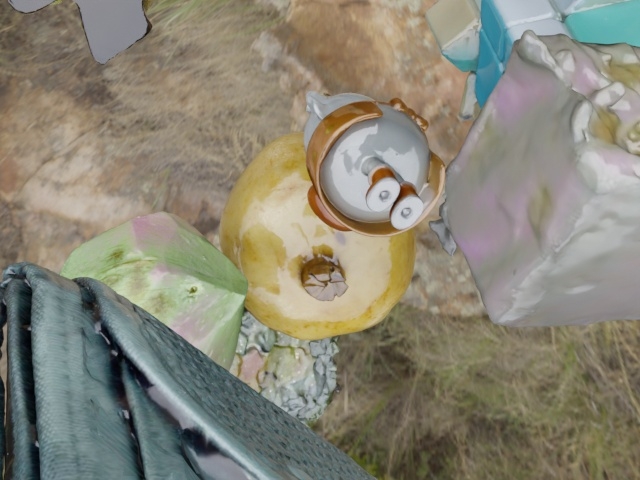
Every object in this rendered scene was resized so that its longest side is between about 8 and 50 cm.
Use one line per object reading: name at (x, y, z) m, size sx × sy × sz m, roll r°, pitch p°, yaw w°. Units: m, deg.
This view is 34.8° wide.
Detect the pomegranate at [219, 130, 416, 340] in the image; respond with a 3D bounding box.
pomegranate at (0.002, -0.013, 1.399) m, size 0.307 × 0.307 × 0.307 m, roll 1°, pitch 110°, yaw 1°

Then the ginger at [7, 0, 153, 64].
ginger at (-0.272, -0.412, 1.215) m, size 0.413 × 0.211 × 0.358 m, roll 22°, pitch 96°, yaw -16°

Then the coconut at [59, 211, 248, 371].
coconut at (-0.189, 0.085, 1.209) m, size 0.236 × 0.236 × 0.204 m, roll -27°, pitch 140°, yaw 11°

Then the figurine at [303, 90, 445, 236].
figurine at (0.046, -0.097, 1.051) m, size 0.143 × 0.271 × 0.143 m, roll -1°, pitch 127°, yaw -1°

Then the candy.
candy at (0.188, -0.036, 0.686) m, size 0.185 × 0.137 × 0.195 m, roll 0°, pitch 145°, yaw -20°

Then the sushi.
sushi at (-0.128, 0.243, 2.088) m, size 0.352 × 0.178 × 0.294 m, roll 19°, pitch 88°, yaw -37°

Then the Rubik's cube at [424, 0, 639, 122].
Rubik's cube at (0.216, -0.172, 0.885) m, size 0.224 × 0.213 × 0.265 m, roll -11°, pitch 143°, yaw -5°

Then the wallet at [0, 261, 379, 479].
wallet at (-0.026, 0.152, 0.562) m, size 0.075 × 0.237 × 0.342 m, roll -45°, pitch 122°, yaw 9°
